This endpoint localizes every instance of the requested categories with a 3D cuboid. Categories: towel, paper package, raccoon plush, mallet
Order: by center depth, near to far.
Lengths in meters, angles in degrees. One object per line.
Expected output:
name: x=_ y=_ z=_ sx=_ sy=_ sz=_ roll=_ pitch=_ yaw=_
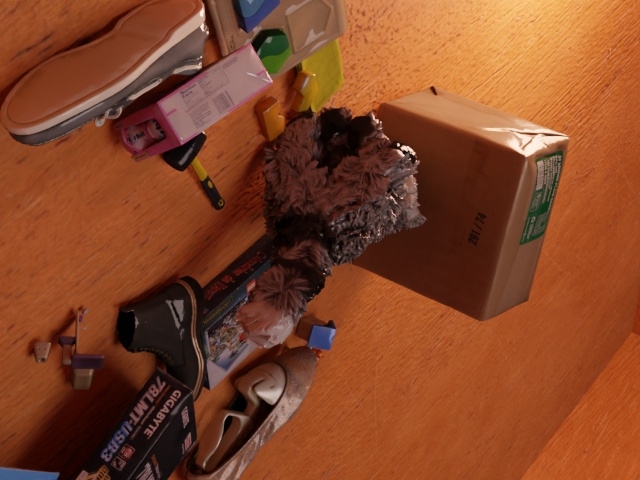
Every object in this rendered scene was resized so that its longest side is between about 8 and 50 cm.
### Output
mallet: x=-0.173 y=-0.086 z=1.732 sx=0.062 sy=0.039 sz=0.189 roll=-53 pitch=154 yaw=-22
towel: x=-0.004 y=-0.297 z=1.855 sx=0.102 sy=0.021 sz=0.237 roll=-47 pitch=148 yaw=-28
raccoon plush: x=0.000 y=0.000 z=1.926 sx=0.446 sy=0.216 sz=0.299 roll=-53 pitch=155 yaw=-16
paper package: x=0.235 y=-0.066 z=2.142 sx=0.168 sy=0.310 sz=0.324 roll=-24 pitch=131 yaw=-51

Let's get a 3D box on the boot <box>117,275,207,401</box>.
boot: x=-0.239 y=0.160 z=1.791 sx=0.137 sy=0.077 sz=0.197 roll=-22 pitch=118 yaw=-46

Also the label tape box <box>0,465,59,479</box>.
label tape box: x=-0.493 y=0.398 z=1.496 sx=0.333 sy=0.106 sz=0.241 roll=-62 pitch=155 yaw=-3

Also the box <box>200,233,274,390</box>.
box: x=-0.122 y=0.106 z=1.958 sx=0.233 sy=0.044 sz=0.159 roll=-42 pitch=144 yaw=-35

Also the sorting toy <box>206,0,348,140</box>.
sorting toy: x=-0.042 y=-0.287 z=1.744 sx=0.229 sy=0.041 sz=0.307 roll=-40 pitch=144 yaw=-20

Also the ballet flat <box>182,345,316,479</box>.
ballet flat: x=-0.119 y=0.290 z=2.060 sx=0.316 sy=0.108 sz=0.106 roll=-56 pitch=137 yaw=-16

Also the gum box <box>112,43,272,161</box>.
gum box: x=-0.165 y=-0.173 z=1.577 sx=0.188 sy=0.107 sz=0.062 roll=-40 pitch=105 yaw=-38

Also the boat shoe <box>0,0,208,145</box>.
boat shoe: x=-0.240 y=-0.181 z=1.452 sx=0.319 sy=0.116 sz=0.099 roll=-45 pitch=143 yaw=-40

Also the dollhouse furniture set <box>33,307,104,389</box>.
dollhouse furniture set: x=-0.340 y=0.144 z=1.662 sx=0.114 sy=0.091 sz=0.081 roll=113 pitch=-24 yaw=-57

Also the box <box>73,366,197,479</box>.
box: x=-0.286 y=0.348 z=1.755 sx=0.293 sy=0.073 sz=0.295 roll=-52 pitch=171 yaw=-21

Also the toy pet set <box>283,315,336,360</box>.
toy pet set: x=-0.009 y=0.194 z=2.200 sx=0.122 sy=0.065 sz=0.114 roll=-10 pitch=121 yaw=-57
